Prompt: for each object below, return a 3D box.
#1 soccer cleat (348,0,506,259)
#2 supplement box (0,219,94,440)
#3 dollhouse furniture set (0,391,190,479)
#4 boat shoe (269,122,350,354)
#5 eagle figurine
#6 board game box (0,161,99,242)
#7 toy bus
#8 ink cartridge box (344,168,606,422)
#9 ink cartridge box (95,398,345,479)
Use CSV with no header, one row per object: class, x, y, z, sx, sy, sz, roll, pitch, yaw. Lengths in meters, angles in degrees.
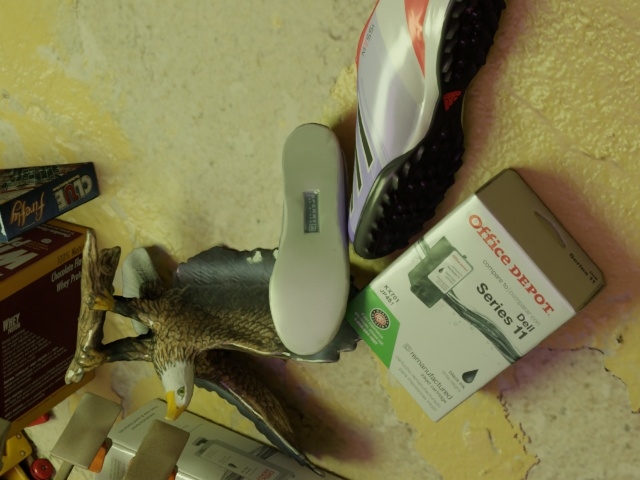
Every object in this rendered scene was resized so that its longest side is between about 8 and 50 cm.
soccer cleat,0.077,-0.133,1.489,0.116,0.108,0.318,36,124,32
supplement box,-0.360,0.092,1.768,0.129,0.191,0.194,14,116,24
dollhouse furniture set,-0.284,0.289,1.637,0.259,0.135,0.262,22,129,3
boat shoe,-0.001,-0.001,1.560,0.079,0.081,0.228,1,87,15
eagle figurine,-0.114,0.116,1.667,0.298,0.225,0.226,10,162,-5
board game box,-0.391,-0.038,1.752,0.243,0.165,0.042,-3,108,32
toy bus,-0.416,0.278,1.928,0.202,0.104,0.191,14,116,25
ink cartridge box,0.146,0.054,1.521,0.153,0.087,0.208,49,124,4
ink cartridge box,-0.111,0.332,1.763,0.283,0.117,0.207,20,118,23
